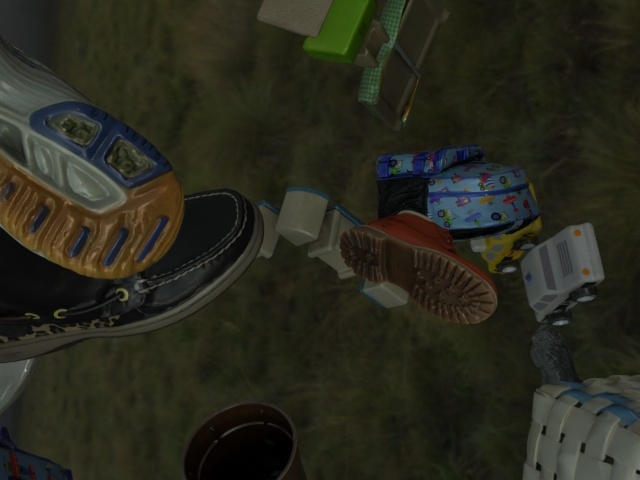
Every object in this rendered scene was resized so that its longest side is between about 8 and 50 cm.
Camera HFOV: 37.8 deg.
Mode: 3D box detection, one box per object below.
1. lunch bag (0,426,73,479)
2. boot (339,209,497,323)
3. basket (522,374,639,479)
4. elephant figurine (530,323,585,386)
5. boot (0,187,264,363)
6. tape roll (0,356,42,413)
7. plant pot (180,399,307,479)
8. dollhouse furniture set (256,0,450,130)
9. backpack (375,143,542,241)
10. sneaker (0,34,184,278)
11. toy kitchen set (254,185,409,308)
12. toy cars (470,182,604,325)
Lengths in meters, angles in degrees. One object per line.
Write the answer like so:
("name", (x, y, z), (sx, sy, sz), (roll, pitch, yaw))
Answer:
("lunch bag", (-0.351, 0.350, 1.020), (0.221, 0.138, 0.293), (42, -150, -57))
("boot", (0.101, 0.015, 0.814), (0.158, 0.085, 0.059), (29, 128, 37))
("basket", (0.321, 0.206, 0.745), (0.255, 0.289, 0.201), (-172, 86, -79))
("elephant figurine", (0.312, 0.220, 0.955), (0.169, 0.186, 0.239), (37, 123, 58))
("boot", (-0.275, -0.018, 0.968), (0.284, 0.377, 0.138), (60, -162, -50))
("tape roll", (-0.608, 0.117, 1.411), (0.072, 0.392, 0.392), (129, 144, -80))
("plant pot", (-0.090, 0.340, 1.317), (0.167, 0.167, 0.165), (-104, -5, -48))
("dollhouse furniture set", (0.043, -0.289, 1.214), (0.197, 0.151, 0.301), (-67, -21, -2))
("backpack", (0.170, -0.056, 1.121), (0.173, 0.158, 0.117), (-2, 96, 37))
("sneaker", (-0.215, -0.083, 0.542), (0.112, 0.296, 0.131), (-48, 17, -7))
("toy kitchen set", (0.000, 0.000, 1.245), (0.166, 0.207, 0.122), (-19, 45, 44))
("toy cars", (0.291, 0.017, 1.362), (0.393, 0.087, 0.176), (-117, 25, -70))
